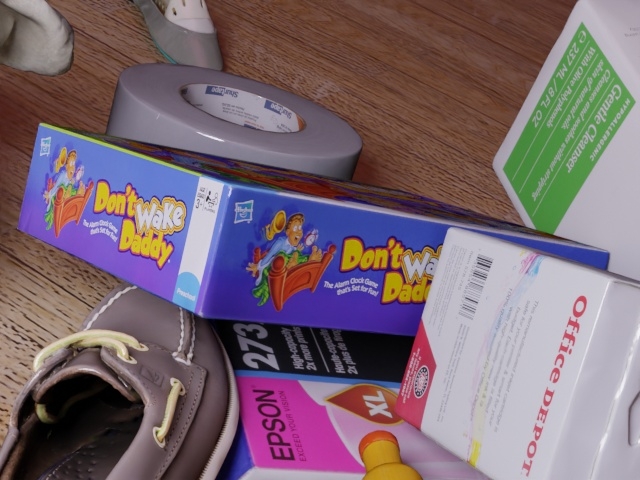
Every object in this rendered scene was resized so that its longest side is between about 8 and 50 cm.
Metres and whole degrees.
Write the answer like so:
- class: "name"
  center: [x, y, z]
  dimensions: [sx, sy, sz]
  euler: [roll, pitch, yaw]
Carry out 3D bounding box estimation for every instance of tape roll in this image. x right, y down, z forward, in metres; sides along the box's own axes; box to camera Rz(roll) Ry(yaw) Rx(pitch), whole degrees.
- class: "tape roll"
  center: [-0.077, -0.084, 1.102]
  dimensions: [0.219, 0.072, 0.219]
  euler: [15, 21, -6]

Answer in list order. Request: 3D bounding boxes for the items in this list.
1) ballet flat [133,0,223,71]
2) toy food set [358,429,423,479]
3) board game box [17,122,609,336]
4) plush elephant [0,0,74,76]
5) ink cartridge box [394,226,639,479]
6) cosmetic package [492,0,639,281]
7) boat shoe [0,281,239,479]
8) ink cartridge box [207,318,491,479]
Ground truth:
- class: "ballet flat"
  center: [-0.159, -0.254, 1.380]
  dimensions: [0.072, 0.068, 0.213]
  euler: [0, 35, -31]
- class: "toy food set"
  center: [0.126, 0.189, 0.749]
  dimensions: [0.232, 0.111, 0.104]
  euler: [8, 31, -14]
- class: "board game box"
  center: [0.000, 0.000, 0.888]
  dimensions: [0.347, 0.078, 0.233]
  euler: [8, 7, -41]
- class: "plush elephant"
  center: [-0.324, -0.102, 0.849]
  dimensions: [0.272, 0.330, 0.255]
  euler: [19, 10, 15]
- class: "ink cartridge box"
  center: [0.149, 0.079, 0.736]
  dimensions: [0.127, 0.128, 0.176]
  euler: [16, 4, -23]
- class: "cosmetic package"
  center: [0.292, 0.010, 0.917]
  dimensions: [0.155, 0.197, 0.365]
  euler: [-6, 52, -24]
- class: "boat shoe"
  center: [-0.121, 0.110, 0.707]
  dimensions: [0.116, 0.097, 0.324]
  euler: [-11, 32, 13]
- class: "ink cartridge box"
  center: [0.023, 0.122, 0.860]
  dimensions: [0.371, 0.069, 0.176]
  euler: [5, 32, -20]
